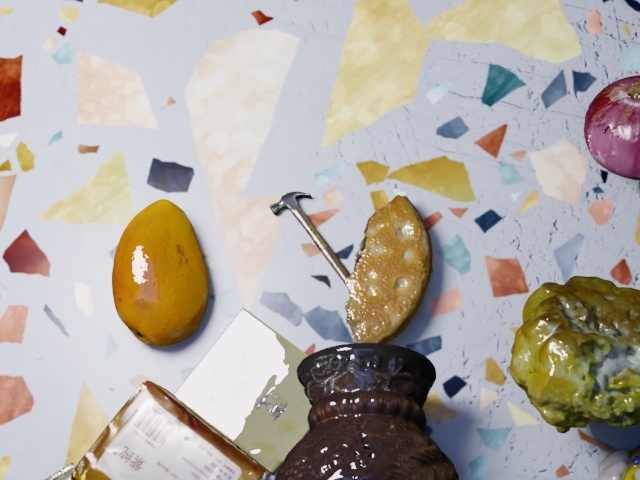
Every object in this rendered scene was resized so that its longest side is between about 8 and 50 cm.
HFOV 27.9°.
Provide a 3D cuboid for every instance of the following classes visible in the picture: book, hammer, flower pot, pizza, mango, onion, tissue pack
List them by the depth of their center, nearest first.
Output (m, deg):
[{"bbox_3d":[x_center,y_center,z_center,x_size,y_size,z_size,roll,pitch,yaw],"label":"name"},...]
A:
[{"bbox_3d":[0.060,0.291,1.708,0.267,0.266,0.267,-3,60,5],"label":"flower pot"},{"bbox_3d":[-0.207,0.330,1.796,0.226,0.092,0.183,36,82,13],"label":"tissue pack"},{"bbox_3d":[0.470,-0.161,1.858,0.177,0.153,0.177,-9,62,18],"label":"onion"},{"bbox_3d":[-0.089,0.216,1.862,0.192,0.013,0.168,36,79,15],"label":"book"},{"bbox_3d":[0.099,0.051,1.871,0.127,0.058,0.246,4,69,0],"label":"pizza"},{"bbox_3d":[-0.233,0.043,1.884,0.141,0.102,0.217,3,75,0],"label":"mango"},{"bbox_3d":[0.000,0.000,1.920,0.062,0.017,0.182,-36,75,-6],"label":"hammer"}]

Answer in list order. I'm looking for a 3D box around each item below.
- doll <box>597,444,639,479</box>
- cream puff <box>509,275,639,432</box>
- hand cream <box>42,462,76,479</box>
[{"bbox_3d":[0.479,0.310,1.675,0.237,0.252,0.111,-22,108,5],"label":"doll"},{"bbox_3d":[0.380,0.176,1.737,0.282,0.185,0.282,9,30,-5],"label":"cream puff"},{"bbox_3d":[-0.347,0.389,1.827,0.061,0.039,0.143,-30,64,-5],"label":"hand cream"}]
